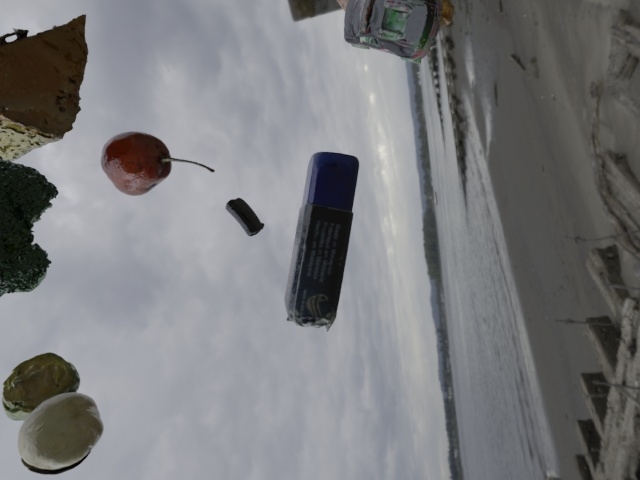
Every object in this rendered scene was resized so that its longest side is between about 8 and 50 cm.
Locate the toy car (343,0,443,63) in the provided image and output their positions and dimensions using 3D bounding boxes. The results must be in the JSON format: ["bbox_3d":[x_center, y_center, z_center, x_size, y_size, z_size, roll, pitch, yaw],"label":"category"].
[{"bbox_3d":[0.070,-0.243,0.443,0.055,0.142,0.069,-11,-54,-37],"label":"toy car"}]

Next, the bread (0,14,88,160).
[{"bbox_3d":[-0.663,-0.348,0.813,0.279,0.249,0.315,9,-107,-55],"label":"bread"}]

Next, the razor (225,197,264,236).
[{"bbox_3d":[-0.266,-0.084,1.417,0.148,0.054,0.090,50,-150,5],"label":"razor"}]

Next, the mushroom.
[{"bbox_3d":[-0.521,0.389,0.814,0.154,0.154,0.122,-67,-7,-59],"label":"mushroom"}]

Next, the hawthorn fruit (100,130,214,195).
[{"bbox_3d":[-0.415,-0.202,1.026,0.165,0.286,0.165,-2,-90,-73],"label":"hawthorn fruit"}]

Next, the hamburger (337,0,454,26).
[{"bbox_3d":[0.159,-0.583,0.955,0.314,0.170,0.289,30,-164,-31],"label":"hamburger"}]

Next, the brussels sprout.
[{"bbox_3d":[-0.673,0.360,0.971,0.152,0.122,0.149,18,-135,-23],"label":"brussels sprout"}]

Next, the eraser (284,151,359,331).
[{"bbox_3d":[0.000,0.000,0.787,0.155,0.102,0.331,-176,94,-83],"label":"eraser"}]

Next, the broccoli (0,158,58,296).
[{"bbox_3d":[-0.493,0.020,0.564,0.269,0.254,0.268,12,-90,-88],"label":"broccoli"}]
